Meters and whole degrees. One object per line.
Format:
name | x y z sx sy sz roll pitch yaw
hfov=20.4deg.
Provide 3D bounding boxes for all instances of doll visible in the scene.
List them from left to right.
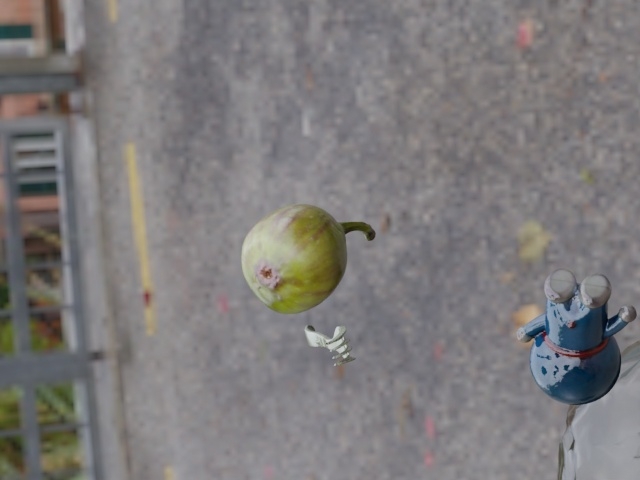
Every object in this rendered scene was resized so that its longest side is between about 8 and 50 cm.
doll | 0.242 0.097 1.686 0.085 0.114 0.152 -63 -26 -46

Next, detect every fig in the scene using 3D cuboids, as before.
fig | -0.014 0.003 1.511 0.166 0.093 0.093 -56 -29 -68

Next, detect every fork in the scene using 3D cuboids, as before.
fork | 0.009 0.097 1.700 0.219 0.028 0.034 -174 59 -83

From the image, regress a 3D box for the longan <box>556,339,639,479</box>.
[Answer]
longan | 0.457 0.291 2.061 0.391 0.391 0.391 176 90 -70
